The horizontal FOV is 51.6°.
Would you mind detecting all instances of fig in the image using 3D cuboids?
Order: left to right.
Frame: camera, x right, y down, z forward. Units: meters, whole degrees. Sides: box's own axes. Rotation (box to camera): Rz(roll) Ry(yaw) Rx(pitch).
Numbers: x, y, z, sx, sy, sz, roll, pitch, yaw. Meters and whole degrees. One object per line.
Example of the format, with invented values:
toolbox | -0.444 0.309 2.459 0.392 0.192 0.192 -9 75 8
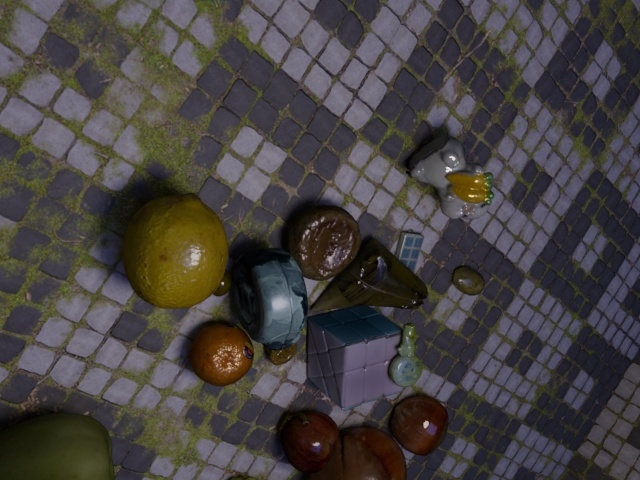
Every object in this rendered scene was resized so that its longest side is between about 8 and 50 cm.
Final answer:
fig | -0.278 0.119 1.812 0.074 0.074 0.088 -16 139 -26
fig | -0.042 0.621 2.087 0.205 0.205 0.205 -12 114 -28

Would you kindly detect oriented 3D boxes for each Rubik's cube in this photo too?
Rubik's cube | 0.105 0.352 2.041 0.224 0.231 0.221 -11 113 -30

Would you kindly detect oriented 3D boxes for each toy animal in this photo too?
toy animal | 0.418 -0.176 2.048 0.183 0.247 0.310 -43 111 9

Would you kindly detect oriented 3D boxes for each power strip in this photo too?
power strip | 0.278 0.059 2.159 0.081 0.035 0.192 6 104 -34

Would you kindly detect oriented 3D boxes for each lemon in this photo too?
lemon | -0.350 0.023 1.614 0.258 0.258 0.310 -2 122 -32

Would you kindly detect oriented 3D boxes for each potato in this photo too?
potato | 0.522 0.146 2.323 0.138 0.070 0.092 26 92 -36

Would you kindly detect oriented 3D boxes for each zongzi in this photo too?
zongzi | 0.158 0.181 2.072 0.274 0.145 0.300 40 98 -27

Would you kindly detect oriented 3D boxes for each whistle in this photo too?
whistle | 0.253 0.338 1.961 0.104 0.057 0.198 -5 103 -25

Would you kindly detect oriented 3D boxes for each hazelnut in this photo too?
hazelnut | 0.132 0.800 2.196 0.372 0.315 0.372 -31 151 -19
hazelnut | 0.351 0.648 2.345 0.214 0.176 0.214 0 88 -11

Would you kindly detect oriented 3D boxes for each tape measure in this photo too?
tape measure | -0.145 0.158 1.794 0.147 0.256 0.275 -11 119 -28

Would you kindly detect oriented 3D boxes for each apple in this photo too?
apple | -0.657 0.595 1.587 0.357 0.357 0.357 -12 114 -28

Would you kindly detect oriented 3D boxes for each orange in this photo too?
orange | -0.273 0.314 1.836 0.177 0.155 0.178 -9 106 -35

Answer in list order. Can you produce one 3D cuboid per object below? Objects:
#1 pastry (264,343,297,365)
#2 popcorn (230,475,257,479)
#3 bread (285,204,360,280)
pastry | -0.120 0.321 1.997 0.097 0.057 0.109 19 99 -41
popcorn | -0.170 0.858 2.063 0.286 0.225 0.174 41 81 -37
bread | 0.000 0.000 1.910 0.230 0.123 0.230 -11 116 -23
